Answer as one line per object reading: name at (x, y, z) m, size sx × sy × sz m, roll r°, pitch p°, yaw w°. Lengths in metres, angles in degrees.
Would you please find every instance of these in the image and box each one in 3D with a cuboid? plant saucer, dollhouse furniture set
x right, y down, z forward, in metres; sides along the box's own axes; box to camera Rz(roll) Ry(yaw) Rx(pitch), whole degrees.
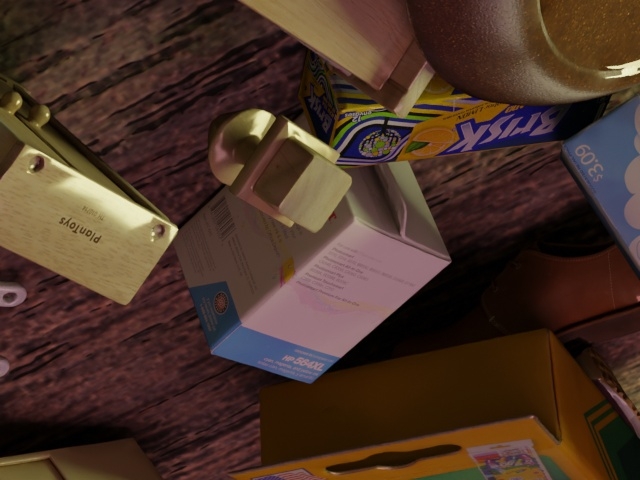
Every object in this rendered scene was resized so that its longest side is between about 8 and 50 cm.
plant saucer at (0.172, -0.185, 0.863) m, size 0.310 × 0.050 × 0.311 m, roll -30°, pitch 145°, yaw -24°
dollhouse furniture set at (-0.079, -0.176, 0.834) m, size 0.303 × 0.174 × 0.356 m, roll 29°, pitch 97°, yaw -47°

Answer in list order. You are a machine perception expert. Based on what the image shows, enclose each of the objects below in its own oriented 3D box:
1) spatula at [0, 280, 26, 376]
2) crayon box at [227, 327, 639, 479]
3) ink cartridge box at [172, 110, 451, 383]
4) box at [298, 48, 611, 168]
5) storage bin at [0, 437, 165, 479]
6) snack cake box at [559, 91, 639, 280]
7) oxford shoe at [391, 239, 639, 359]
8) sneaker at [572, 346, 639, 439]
spatula at (-0.273, 0.025, 1.017) m, size 0.242 × 0.019 × 0.168 m, roll 5°, pitch 130°, yaw -30°
crayon box at (0.096, 0.152, 1.214) m, size 0.203 × 0.083 × 0.323 m, roll -13°, pitch 152°, yaw 20°
ink cartridge box at (0.000, 0.000, 1.056) m, size 0.143 × 0.092 × 0.090 m, roll -41°, pitch 139°, yaw 25°
box at (0.078, -0.086, 1.014) m, size 0.168 × 0.059 × 0.054 m, roll -8°, pitch 146°, yaw -17°
storage bin at (-0.237, 0.268, 1.173) m, size 0.262 × 0.123 × 0.260 m, roll -3°, pitch 132°, yaw -45°
snack cake box at (0.263, 0.020, 0.981) m, size 0.152 × 0.264 × 0.089 m, roll -33°, pitch 174°, yaw 5°
oxford shoe at (0.136, 0.042, 1.207) m, size 0.212 × 0.076 × 0.076 m, roll -21°, pitch -172°, yaw 18°
sneaker at (0.201, 0.151, 1.360) m, size 0.084 × 0.070 × 0.185 m, roll -30°, pitch 142°, yaw 2°
